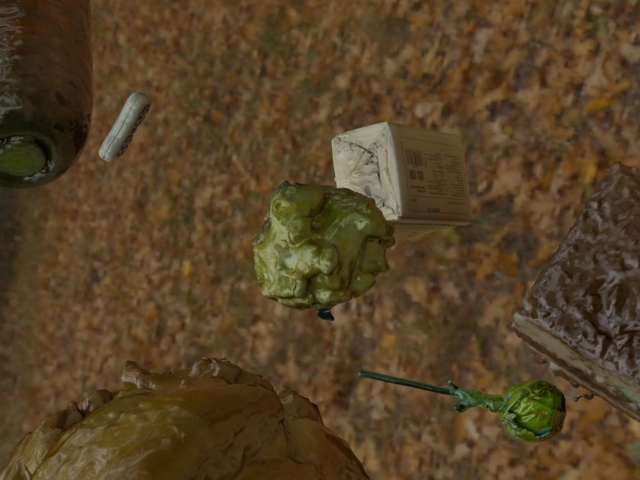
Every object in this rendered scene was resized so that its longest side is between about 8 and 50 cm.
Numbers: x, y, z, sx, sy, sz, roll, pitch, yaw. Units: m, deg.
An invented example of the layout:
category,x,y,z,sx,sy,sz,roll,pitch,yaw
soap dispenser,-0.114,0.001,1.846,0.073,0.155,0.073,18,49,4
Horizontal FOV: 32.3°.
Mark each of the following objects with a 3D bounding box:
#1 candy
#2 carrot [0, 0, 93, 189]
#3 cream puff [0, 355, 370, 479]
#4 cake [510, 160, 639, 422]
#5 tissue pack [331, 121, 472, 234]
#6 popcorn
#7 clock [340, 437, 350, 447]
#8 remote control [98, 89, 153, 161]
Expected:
category,x,y,z,sx,sy,sz,roll,pitch,yaw
candy,0.175,0.194,1.379,0.073,0.262,0.077,84,-162,-78
carrot,-0.259,-0.185,0.972,0.138,0.139,0.302,128,150,-51
cream puff,-0.116,0.239,0.731,0.231,0.343,0.327,11,53,35
cake,0.421,0.083,1.412,0.282,0.256,0.290,-55,-19,-7
tissue pack,0.134,-0.096,1.784,0.125,0.234,0.159,-14,82,35
popcorn,0.001,0.011,1.257,0.173,0.173,0.142,-114,34,-59
clock,-0.032,0.464,1.607,0.113,0.322,0.295,-5,102,28
remote control,-0.305,-0.179,1.740,0.122,0.032,0.074,-56,4,16
